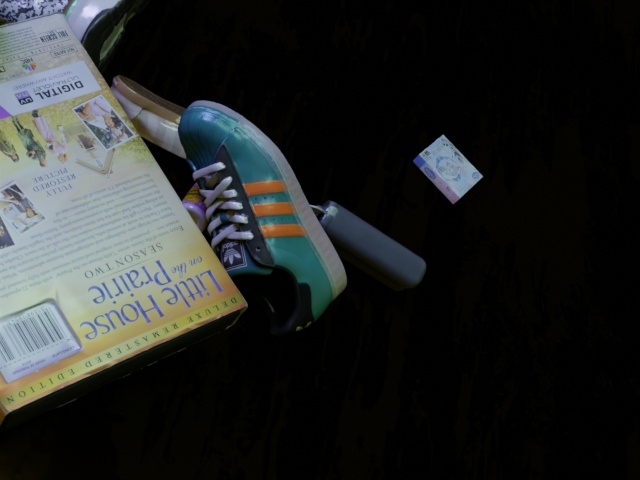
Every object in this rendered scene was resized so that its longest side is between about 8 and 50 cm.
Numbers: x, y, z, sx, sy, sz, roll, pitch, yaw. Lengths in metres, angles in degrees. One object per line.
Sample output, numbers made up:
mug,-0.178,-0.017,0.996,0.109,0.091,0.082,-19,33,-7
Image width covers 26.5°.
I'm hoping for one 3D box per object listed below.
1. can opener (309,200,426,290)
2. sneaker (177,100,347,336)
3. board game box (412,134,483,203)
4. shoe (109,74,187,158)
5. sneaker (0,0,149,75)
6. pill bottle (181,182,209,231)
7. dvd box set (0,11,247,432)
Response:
can opener,0.000,0.000,1.760,0.283,0.076,0.095,32,72,-16
sneaker,-0.085,-0.021,1.613,0.302,0.108,0.121,56,48,-16
board game box,0.193,-0.108,2.048,0.090,0.020,0.090,46,38,4
shoe,-0.180,-0.136,1.724,0.219,0.058,0.076,28,10,-26
sneaker,-0.305,-0.367,1.758,0.182,0.158,0.410,25,37,-5
pill bottle,-0.146,-0.046,1.674,0.043,0.043,0.083,38,38,-7
dvd box set,-0.310,-0.037,1.453,0.307,0.062,0.420,-24,74,-36
